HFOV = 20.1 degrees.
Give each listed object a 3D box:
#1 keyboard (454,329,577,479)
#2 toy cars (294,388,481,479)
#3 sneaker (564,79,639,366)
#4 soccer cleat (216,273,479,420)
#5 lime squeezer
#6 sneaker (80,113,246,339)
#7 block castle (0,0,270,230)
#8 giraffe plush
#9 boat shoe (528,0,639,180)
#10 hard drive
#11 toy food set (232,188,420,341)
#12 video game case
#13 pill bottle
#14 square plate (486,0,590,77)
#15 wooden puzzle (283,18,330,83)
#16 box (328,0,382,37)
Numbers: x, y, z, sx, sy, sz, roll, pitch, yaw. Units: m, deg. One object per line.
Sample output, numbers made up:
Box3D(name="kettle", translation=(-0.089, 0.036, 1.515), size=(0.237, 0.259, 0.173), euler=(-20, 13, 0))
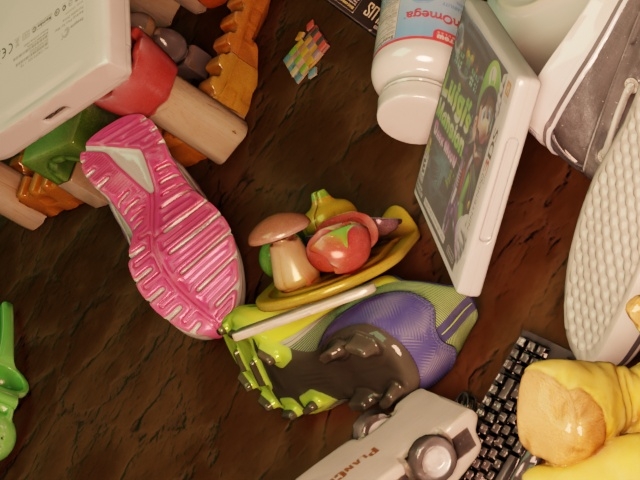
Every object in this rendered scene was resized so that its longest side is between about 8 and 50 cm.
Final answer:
Box3D(name="keyboard", translation=(0.114, 0.148, 1.282), size=(0.180, 0.023, 0.108), euler=(-59, 30, -4))
Box3D(name="toy cars", translation=(0.000, 0.243, 1.184), size=(0.176, 0.087, 0.394), euler=(-17, 22, 30))
Box3D(name="sneaker", translation=(0.261, -0.053, 1.173), size=(0.126, 0.127, 0.321), euler=(-112, 35, -61))
Box3D(name="soccer cleat", translation=(0.019, 0.078, 1.444), size=(0.121, 0.093, 0.289), euler=(-37, 16, -27))
Box3D(name="lime squeezer", translation=(-0.341, 0.182, 1.890), size=(0.110, 0.058, 0.310), euler=(113, 168, -58))
Box3D(name="sneaker", translation=(-0.132, -0.003, 1.704), size=(0.103, 0.111, 0.252), euler=(-30, 56, 3))
Box3D(name="block castle", translation=(-0.253, -0.210, 1.947), size=(0.453, 0.213, 0.303), euler=(-15, 50, 49))
Box3D(name="giraffe plush", translation=(0.234, 0.128, 1.028), size=(0.170, 0.181, 0.210), euler=(-1, 27, 43))
Box3D(name="boat shoe", translation=(0.257, -0.170, 1.263), size=(0.102, 0.108, 0.301), euler=(44, 113, 29))
Box3D(name="hard drive", translation=(-0.269, -0.256, 1.802), size=(0.203, 0.040, 0.308), euler=(-28, 54, 36))
Box3D(name="toy food set", translation=(0.000, 0.000, 1.432), size=(0.128, 0.071, 0.218), euler=(-19, 9, 17))
Box3D(name="video game case", translation=(0.115, -0.075, 1.381), size=(0.190, 0.022, 0.173), euler=(-106, 27, -64))
Box3D(name="pill bottle", translation=(0.089, -0.164, 1.536), size=(0.087, 0.087, 0.160), euler=(-27, 43, 41))
Box3D(name="square plate", translation=(0.264, -0.311, 1.458), size=(0.344, 0.049, 0.347), euler=(-22, 46, 46))
Box3D(name="wooden puzzle", translation=(-0.014, -0.185, 1.782), size=(0.049, 0.006, 0.083), euler=(-49, 32, 14))
Box3D(name="box", translation=(0.040, -0.278, 1.618), size=(0.147, 0.180, 0.077), euler=(-55, 32, 6))
